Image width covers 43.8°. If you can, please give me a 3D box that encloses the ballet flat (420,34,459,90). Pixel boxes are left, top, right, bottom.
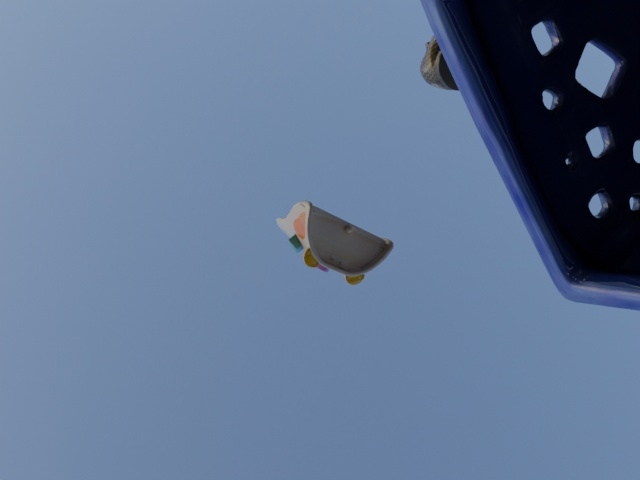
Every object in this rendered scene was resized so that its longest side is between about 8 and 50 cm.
[{"bbox_3d":[0.189,-0.243,0.794,0.250,0.058,0.084,-46,-59,-7],"label":"ballet flat"}]

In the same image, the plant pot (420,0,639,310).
[{"bbox_3d":[0.232,-0.108,0.418,0.212,0.236,0.236,-37,-72,-24],"label":"plant pot"}]

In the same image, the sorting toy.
[{"bbox_3d":[0.000,0.000,0.627,0.083,0.075,0.044,25,-92,-31],"label":"sorting toy"}]
